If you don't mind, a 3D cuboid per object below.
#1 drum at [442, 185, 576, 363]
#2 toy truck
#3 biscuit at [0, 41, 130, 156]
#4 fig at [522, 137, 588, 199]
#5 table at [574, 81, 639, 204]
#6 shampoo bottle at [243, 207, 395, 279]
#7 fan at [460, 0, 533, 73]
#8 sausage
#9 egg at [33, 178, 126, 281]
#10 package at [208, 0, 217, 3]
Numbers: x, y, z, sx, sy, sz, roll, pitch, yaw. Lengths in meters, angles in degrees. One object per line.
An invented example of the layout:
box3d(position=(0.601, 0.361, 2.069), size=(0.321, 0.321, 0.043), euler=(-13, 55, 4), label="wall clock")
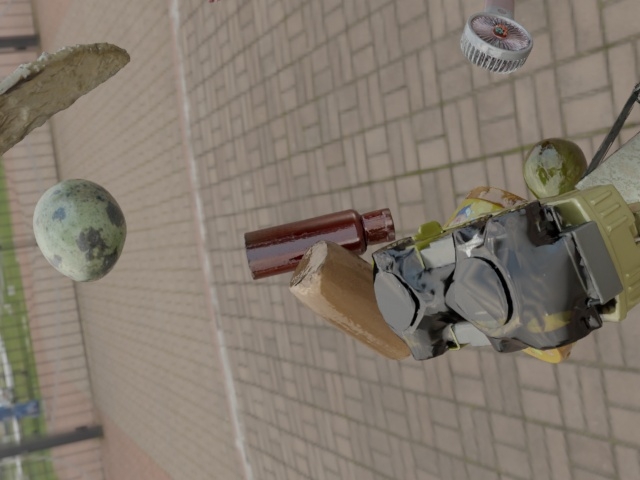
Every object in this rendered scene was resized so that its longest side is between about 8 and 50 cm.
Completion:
box3d(position=(0.454, 0.081, 2.144), size=(0.431, 0.214, 0.431), euler=(37, 171, 7), label="drum")
box3d(position=(0.253, 0.037, 1.218), size=(0.405, 0.254, 0.180), euler=(-19, 93, 61), label="toy truck")
box3d(position=(-0.360, -0.183, 1.150), size=(0.032, 0.250, 0.133), euler=(55, 180, 11), label="biscuit")
box3d(position=(0.432, -0.075, 1.700), size=(0.124, 0.124, 0.236), euler=(171, 106, -68), label="fig")
box3d(position=(0.620, -0.181, 1.431), size=(0.222, 0.272, 0.335), euler=(38, 153, 0), label="table")
box3d(position=(0.000, 0.000, 1.605), size=(0.102, 0.260, 0.064), euler=(-101, -2, -48), label="shampoo bottle")
box3d(position=(0.336, -0.407, 1.745), size=(0.244, 0.130, 0.074), euler=(-76, 3, -46), label="fan")
box3d(position=(0.060, 0.094, 1.508), size=(0.123, 0.253, 0.123), euler=(-35, 35, 30), label="sausage")
box3d(position=(-0.377, -0.015, 1.445), size=(0.141, 0.141, 0.181), euler=(106, 145, -47), label="egg")
box3d(position=(-0.098, -0.309, 1.072), size=(0.059, 0.083, 0.029), euler=(78, -174, -45), label="package")
